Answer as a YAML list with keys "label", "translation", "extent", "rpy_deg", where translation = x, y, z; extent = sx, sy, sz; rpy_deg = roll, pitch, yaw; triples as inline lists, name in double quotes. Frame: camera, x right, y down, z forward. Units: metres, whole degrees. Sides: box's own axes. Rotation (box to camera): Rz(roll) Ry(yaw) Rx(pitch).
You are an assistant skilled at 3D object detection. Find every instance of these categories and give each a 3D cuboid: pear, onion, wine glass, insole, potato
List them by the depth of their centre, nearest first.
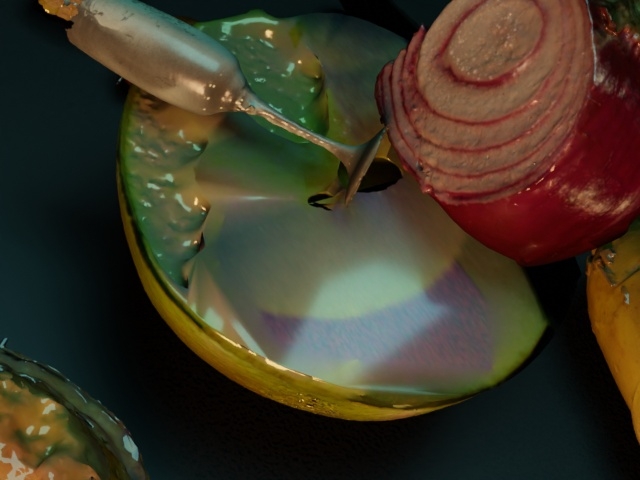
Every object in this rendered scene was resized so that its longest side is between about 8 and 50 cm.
- label: "wine glass"
  translation: [-0.076, -0.118, 1.070]
  extent: [0.262, 0.074, 0.074]
  rpy_deg: [28, 49, 4]
- label: "onion"
  translation: [0.191, -0.096, 1.087]
  extent: [0.207, 0.216, 0.206]
  rpy_deg: [2, 63, -43]
- label: "pear"
  translation: [-0.005, 0.002, 1.165]
  extent: [0.399, 0.165, 0.398]
  rpy_deg: [13, 49, -15]
- label: "potato"
  translation: [0.337, 0.108, 1.249]
  extent: [0.173, 0.140, 0.300]
  rpy_deg: [-8, 60, -20]
- label: "insole"
  translation: [0.092, -0.176, 1.341]
  extent: [0.012, 0.110, 0.309]
  rpy_deg: [-33, 47, -8]

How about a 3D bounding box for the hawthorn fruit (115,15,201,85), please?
- label: "hawthorn fruit"
  translation: [-0.144, -0.166, 1.292]
  extent: [0.093, 0.081, 0.081]
  rpy_deg: [-5, 57, -25]

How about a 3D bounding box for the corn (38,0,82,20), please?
- label: "corn"
  translation: [-0.193, -0.303, 1.363]
  extent: [0.093, 0.093, 0.244]
  rpy_deg: [33, 50, 3]

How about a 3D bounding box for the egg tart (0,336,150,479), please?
- label: "egg tart"
  translation: [-0.258, 0.190, 0.935]
  extent: [0.352, 0.150, 0.352]
  rpy_deg: [13, 51, -17]
